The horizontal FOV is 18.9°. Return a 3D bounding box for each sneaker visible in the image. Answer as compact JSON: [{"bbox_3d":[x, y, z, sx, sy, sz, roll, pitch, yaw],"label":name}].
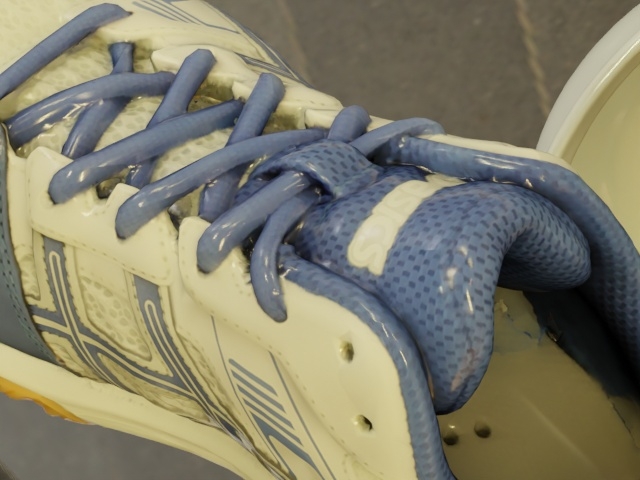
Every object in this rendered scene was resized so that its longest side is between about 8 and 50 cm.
[{"bbox_3d":[0.000,0.000,0.412,0.296,0.112,0.131,36,152,3],"label":"sneaker"}]

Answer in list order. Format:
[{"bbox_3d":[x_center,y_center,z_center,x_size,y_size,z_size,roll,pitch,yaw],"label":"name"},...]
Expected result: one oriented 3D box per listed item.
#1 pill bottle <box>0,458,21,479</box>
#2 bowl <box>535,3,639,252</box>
[{"bbox_3d":[-0.126,0.080,0.466,0.108,0.108,0.180,35,164,30],"label":"pill bottle"},{"bbox_3d":[0.221,-0.024,0.944,0.134,0.298,0.297,-117,16,-62],"label":"bowl"}]
